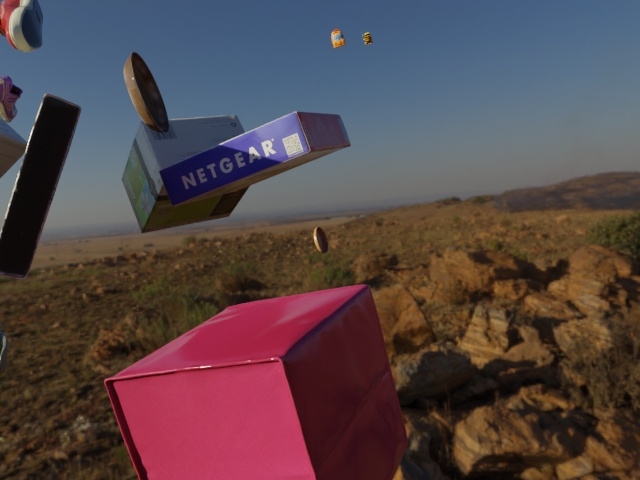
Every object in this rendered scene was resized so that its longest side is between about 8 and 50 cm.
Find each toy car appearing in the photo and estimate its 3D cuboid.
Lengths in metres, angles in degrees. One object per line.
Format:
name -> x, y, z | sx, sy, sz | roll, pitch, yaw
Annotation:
toy car -> 0.082, -0.558, 1.400 | 0.121, 0.041, 0.060 | -2, 49, 18

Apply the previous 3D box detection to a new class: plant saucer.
plant saucer -> 0.000, 0.000, 1.569 | 0.013, 0.084, 0.083 | -16, 0, 21
plant saucer -> -0.358, -0.297, 1.054 | 0.029, 0.169, 0.168 | -17, 4, 1

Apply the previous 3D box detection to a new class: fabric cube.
fabric cube -> -0.059, 0.228, 0.666 | 0.253, 0.259, 0.258 | -12, 7, 25

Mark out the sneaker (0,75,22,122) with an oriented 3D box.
sneaker -> -0.747, -0.338, 1.237 | 0.071, 0.068, 0.170 | -28, 2, -23

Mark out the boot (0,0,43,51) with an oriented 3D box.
boot -> -0.740, -0.487, 1.177 | 0.176, 0.089, 0.244 | -14, 44, -13

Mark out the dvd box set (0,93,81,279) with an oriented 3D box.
dvd box set -> -0.544, -0.127, 1.009 | 0.062, 0.308, 0.420 | 18, 4, -28

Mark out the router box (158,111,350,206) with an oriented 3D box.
router box -> -0.133, -0.184, 1.148 | 0.335, 0.082, 0.301 | -18, 6, 21

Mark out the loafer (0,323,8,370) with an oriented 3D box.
loafer -> -0.991, 0.308, 1.531 | 0.087, 0.095, 0.251 | 1, 20, -42

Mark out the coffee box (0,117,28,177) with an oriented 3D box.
coffee box -> -1.099, -0.279, 1.382 | 0.338, 0.334, 0.337 | -47, -3, -2

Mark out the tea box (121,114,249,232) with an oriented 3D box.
tea box -> -0.421, -0.213, 1.660 | 0.328, 0.220, 0.323 | -14, -20, -38
